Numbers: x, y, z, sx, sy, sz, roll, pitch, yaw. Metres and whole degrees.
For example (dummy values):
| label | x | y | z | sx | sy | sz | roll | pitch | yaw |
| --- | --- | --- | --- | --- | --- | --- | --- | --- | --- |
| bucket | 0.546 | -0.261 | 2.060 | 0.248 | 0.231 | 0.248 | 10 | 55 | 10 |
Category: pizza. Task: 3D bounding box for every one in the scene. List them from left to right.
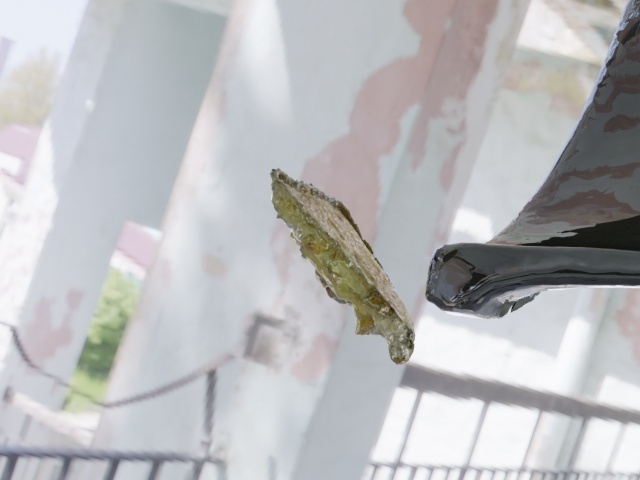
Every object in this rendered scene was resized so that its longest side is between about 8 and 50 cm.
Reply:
| label | x | y | z | sx | sy | sz | roll | pitch | yaw |
| --- | --- | --- | --- | --- | --- | --- | --- | --- | --- |
| pizza | 0.000 | 0.000 | 0.592 | 0.108 | 0.026 | 0.123 | 46 | 10 | -39 |

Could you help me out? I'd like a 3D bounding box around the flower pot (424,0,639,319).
| label | x | y | z | sx | sy | sz | roll | pitch | yaw |
| --- | --- | --- | --- | --- | --- | --- | --- | --- | --- |
| flower pot | 0.207 | -0.125 | 0.420 | 0.251 | 0.379 | 0.379 | 17 | 0 | 22 |
